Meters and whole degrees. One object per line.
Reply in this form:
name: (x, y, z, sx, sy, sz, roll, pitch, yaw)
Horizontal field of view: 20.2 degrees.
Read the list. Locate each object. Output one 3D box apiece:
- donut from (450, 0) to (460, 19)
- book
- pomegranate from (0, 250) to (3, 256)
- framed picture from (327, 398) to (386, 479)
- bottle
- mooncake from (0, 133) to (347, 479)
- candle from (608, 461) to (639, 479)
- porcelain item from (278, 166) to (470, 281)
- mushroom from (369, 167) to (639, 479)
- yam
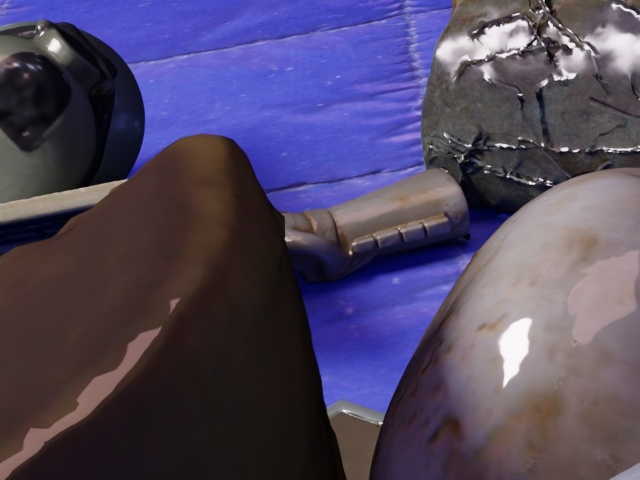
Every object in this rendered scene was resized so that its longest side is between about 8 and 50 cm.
donut: (0.236, -0.248, 1.722, 0.208, 0.128, 0.261, -27, 25, -35)
book: (-0.173, -0.008, 1.269, 0.228, 0.018, 0.322, -11, -4, 7)
pomegranate: (-0.276, 0.070, 1.080, 0.198, 0.198, 0.246, -25, 22, -32)
framed picture: (0.024, 0.142, 1.000, 0.142, 0.011, 0.183, -27, 27, -36)
bottle: (-0.225, -0.089, 1.377, 0.168, 0.168, 0.347, -11, 5, -1)
mooncake: (-0.195, 0.125, 0.822, 0.393, 0.246, 0.394, -35, 31, -30)
candle: (0.167, 0.165, 0.607, 0.342, 0.221, 0.221, -21, 23, -33)
porcelain item: (0.000, 0.000, 1.308, 0.213, 0.054, 0.084, -16, 20, -17)
mushroom: (0.146, 0.098, 0.822, 0.243, 0.243, 0.243, -9, 21, 4)
yam: (0.236, -0.116, 1.323, 0.271, 0.201, 0.202, 16, 34, 37)
